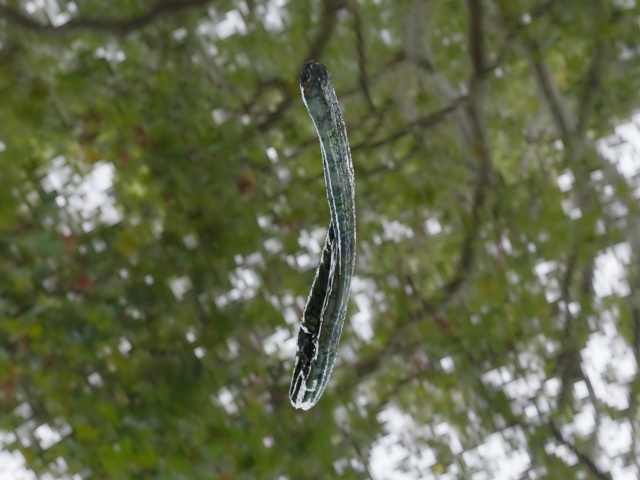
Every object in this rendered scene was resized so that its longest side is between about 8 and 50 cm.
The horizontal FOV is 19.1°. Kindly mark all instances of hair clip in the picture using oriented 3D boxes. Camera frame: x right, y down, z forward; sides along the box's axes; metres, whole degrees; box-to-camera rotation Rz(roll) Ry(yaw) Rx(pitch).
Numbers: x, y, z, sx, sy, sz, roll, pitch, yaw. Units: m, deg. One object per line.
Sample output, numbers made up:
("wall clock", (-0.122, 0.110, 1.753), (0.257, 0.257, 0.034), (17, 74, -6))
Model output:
("hair clip", (0.003, 0.001, 1.108), (0.036, 0.229, 0.066), (2, -148, -2))
